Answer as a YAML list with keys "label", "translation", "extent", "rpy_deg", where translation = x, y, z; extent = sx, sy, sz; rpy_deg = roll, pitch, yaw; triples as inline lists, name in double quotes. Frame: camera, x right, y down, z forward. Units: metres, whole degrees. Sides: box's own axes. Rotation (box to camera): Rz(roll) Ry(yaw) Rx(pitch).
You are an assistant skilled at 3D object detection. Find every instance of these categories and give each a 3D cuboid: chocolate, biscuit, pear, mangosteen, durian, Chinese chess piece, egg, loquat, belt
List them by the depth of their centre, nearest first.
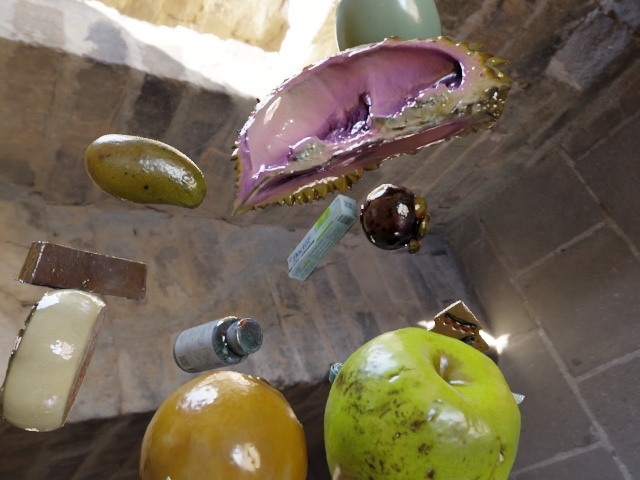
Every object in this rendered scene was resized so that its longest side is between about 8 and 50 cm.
- label: "durian"
  translation: [0.049, -0.142, 0.580]
  extent: [0.342, 0.112, 0.191]
  rpy_deg: [-21, 47, 18]
- label: "egg"
  translation: [0.097, -0.305, 0.704]
  extent: [0.149, 0.149, 0.192]
  rpy_deg: [9, 130, 52]
- label: "loquat"
  translation: [-0.178, 0.408, 0.916]
  extent: [0.329, 0.329, 0.327]
  rpy_deg: [-7, 81, 52]
- label: "Chinese chess piece"
  translation: [-0.513, 0.227, 0.939]
  extent: [0.270, 0.112, 0.269]
  rpy_deg: [-162, 90, -74]
- label: "pear"
  translation: [0.185, 0.373, 0.941]
  extent: [0.391, 0.392, 0.390]
  rpy_deg: [-7, 81, 52]
- label: "chocolate"
  translation: [-0.624, 0.083, 1.289]
  extent: [0.112, 0.321, 0.111]
  rpy_deg: [4, 81, 40]
- label: "mangosteen"
  translation: [0.213, -0.064, 1.385]
  extent: [0.210, 0.210, 0.209]
  rpy_deg: [-7, 81, 52]
- label: "biscuit"
  translation: [0.447, 0.349, 1.633]
  extent: [0.279, 0.043, 0.300]
  rpy_deg: [5, 99, 9]
- label: "belt"
  translation: [0.133, 0.541, 1.683]
  extent: [0.302, 0.088, 0.072]
  rpy_deg: [38, 118, 48]

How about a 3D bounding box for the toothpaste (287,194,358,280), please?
- label: "toothpaste"
  translation: [0.000, 0.000, 1.542]
  extent: [0.336, 0.067, 0.081]
  rpy_deg: [-50, 32, 36]

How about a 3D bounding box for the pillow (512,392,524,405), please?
- label: "pillow"
  translation: [0.513, 0.557, 1.477]
  extent: [0.078, 0.145, 0.253]
  rpy_deg: [-113, 29, -56]

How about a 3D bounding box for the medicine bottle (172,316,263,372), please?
- label: "medicine bottle"
  translation: [-0.304, 0.309, 1.439]
  extent: [0.293, 0.142, 0.141]
  rpy_deg: [-21, 70, 38]

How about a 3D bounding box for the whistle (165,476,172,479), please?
- label: "whistle"
  translation: [-0.217, 0.457, 0.616]
  extent: [0.131, 0.106, 0.288]
  rpy_deg: [-15, 49, 14]

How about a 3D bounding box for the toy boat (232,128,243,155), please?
- label: "toy boat"
  translation: [-0.304, -0.367, 1.874]
  extent: [0.091, 0.110, 0.175]
  rpy_deg: [47, 167, 2]

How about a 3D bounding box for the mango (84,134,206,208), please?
- label: "mango"
  translation: [-0.475, -0.191, 1.320]
  extent: [0.175, 0.330, 0.176]
  rpy_deg: [-75, -8, -71]
